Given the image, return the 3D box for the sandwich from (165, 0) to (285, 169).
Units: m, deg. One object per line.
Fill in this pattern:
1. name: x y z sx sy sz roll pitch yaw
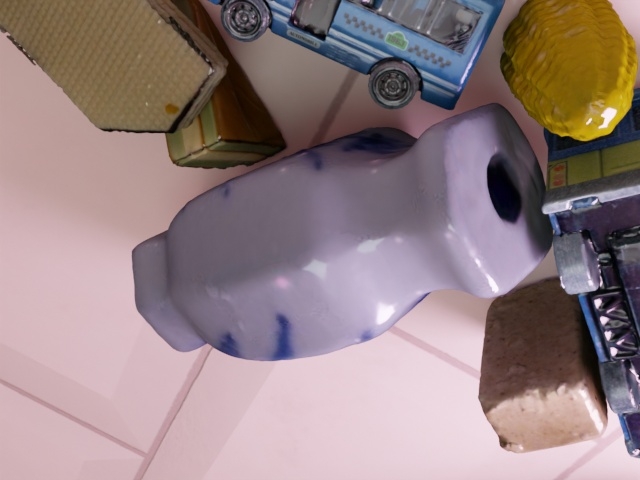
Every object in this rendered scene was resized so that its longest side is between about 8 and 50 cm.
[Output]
1. sandwich: -0.113 -0.163 0.788 0.079 0.113 0.163 -19 82 29

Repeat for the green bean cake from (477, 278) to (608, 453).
1. green bean cake: 0.233 0.126 0.778 0.109 0.179 0.085 -20 117 29

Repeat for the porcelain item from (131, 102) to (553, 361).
1. porcelain item: 0.000 0.000 0.730 0.405 0.243 0.178 -15 99 39

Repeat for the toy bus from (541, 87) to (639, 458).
1. toy bus: 0.314 0.035 0.679 0.152 0.190 0.312 -14 119 26

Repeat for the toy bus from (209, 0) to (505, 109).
1. toy bus: 0.028 -0.217 0.642 0.246 0.113 0.134 25 124 -2

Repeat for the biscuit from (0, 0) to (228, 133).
1. biscuit: -0.210 -0.202 0.719 0.252 0.052 0.150 45 124 6

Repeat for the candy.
1. candy: 0.203 -0.134 0.595 0.094 0.199 0.106 30 119 -11
